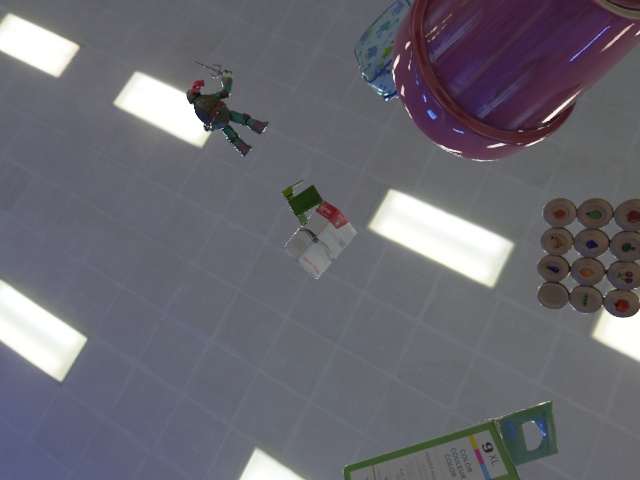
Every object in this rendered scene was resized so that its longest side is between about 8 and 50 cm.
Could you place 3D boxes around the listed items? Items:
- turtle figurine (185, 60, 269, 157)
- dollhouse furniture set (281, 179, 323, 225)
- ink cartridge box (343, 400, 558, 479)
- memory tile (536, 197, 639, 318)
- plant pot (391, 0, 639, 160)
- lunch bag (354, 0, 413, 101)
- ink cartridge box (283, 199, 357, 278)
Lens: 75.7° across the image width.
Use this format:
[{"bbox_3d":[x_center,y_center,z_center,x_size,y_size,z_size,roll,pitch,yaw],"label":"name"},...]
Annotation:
[{"bbox_3d":[-0.258,-0.325,1.048,0.234,0.175,0.118,38,-141,-13],"label":"turtle figurine"},{"bbox_3d":[-0.032,-0.076,0.814,0.058,0.151,0.076,-31,-89,-1],"label":"dollhouse furniture set"},{"bbox_3d":[0.138,0.239,0.394,0.209,0.109,0.062,-22,-147,8],"label":"ink cartridge box"},{"bbox_3d":[0.329,0.021,0.504,0.113,0.012,0.148,7,-70,34],"label":"memory tile"},{"bbox_3d":[0.189,-0.197,0.374,0.201,0.180,0.202,2,-100,-13],"label":"plant pot"},{"bbox_3d":[0.171,-0.432,0.921,0.176,0.090,0.219,-40,-142,30],"label":"lunch bag"},{"bbox_3d":[0.000,0.000,0.967,0.150,0.109,0.063,-49,-131,-5],"label":"ink cartridge box"}]
